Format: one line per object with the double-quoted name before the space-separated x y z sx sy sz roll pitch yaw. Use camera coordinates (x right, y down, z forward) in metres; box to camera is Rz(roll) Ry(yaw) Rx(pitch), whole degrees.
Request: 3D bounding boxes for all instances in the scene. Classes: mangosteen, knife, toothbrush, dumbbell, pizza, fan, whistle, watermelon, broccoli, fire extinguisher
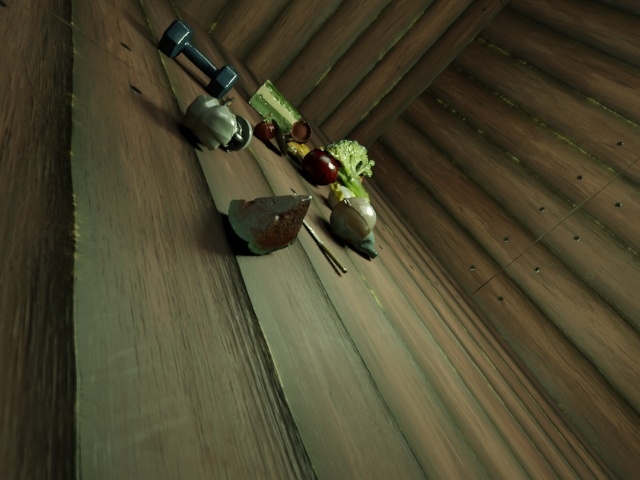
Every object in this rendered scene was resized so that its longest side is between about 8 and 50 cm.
"mangosteen" 0.010 -0.360 2.002 0.199 0.200 0.200 41 16 -15
"knife" -0.002 0.002 1.401 0.298 0.017 0.047 50 14 27
"toothbrush" -0.405 -0.608 1.869 0.031 0.023 0.321 47 15 -23
"dumbbell" -0.500 -0.747 1.754 0.324 0.159 0.144 41 48 -18
"pizza" -0.123 -0.439 2.116 0.161 0.062 0.182 36 22 -52
"fan" -0.171 -0.472 1.843 0.310 0.010 0.182 166 -98 -77
"whistle" 0.141 -0.035 1.669 0.348 0.189 0.189 61 1 -43
"watermelon" -0.103 -0.023 0.986 0.207 0.202 0.136 26 64 -45
"broccoli" 0.139 -0.387 2.380 0.352 0.275 0.398 15 64 -5
"fire extinguisher" -0.122 -0.564 2.232 0.147 0.107 0.337 -2 9 -3

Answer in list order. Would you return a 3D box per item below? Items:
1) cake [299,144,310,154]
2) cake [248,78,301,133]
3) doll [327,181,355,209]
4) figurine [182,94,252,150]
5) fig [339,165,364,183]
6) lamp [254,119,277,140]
"cake" -0.096 -0.508 2.363 0.084 0.044 0.084 40 16 -14
"cake" -0.253 -0.751 2.365 0.283 0.158 0.172 39 16 -27
"doll" 0.130 -0.174 1.978 0.296 0.117 0.141 22 31 -55
"figurine" -0.315 -0.353 1.276 0.176 0.133 0.236 38 13 7
"fig" 0.158 -0.424 2.645 0.256 0.159 0.159 33 14 9
"lamp" -0.242 -0.484 1.859 0.101 0.090 0.101 2 26 -1
